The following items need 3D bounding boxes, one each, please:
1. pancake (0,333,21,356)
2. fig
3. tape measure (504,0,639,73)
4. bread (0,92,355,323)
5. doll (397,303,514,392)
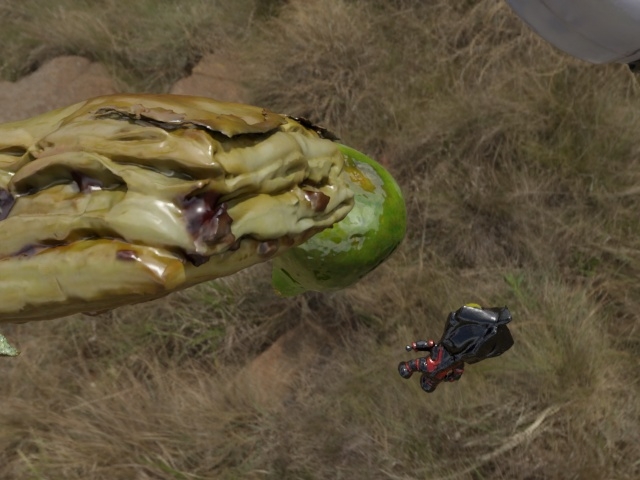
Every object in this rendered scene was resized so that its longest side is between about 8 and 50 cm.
[{"bbox_3d":[-0.616,0.132,0.975,0.197,0.376,0.054,-37,57,30],"label":"pancake"},{"bbox_3d":[0.000,0.000,0.962,0.206,0.275,0.206,14,45,-14],"label":"fig"},{"bbox_3d":[0.180,-0.192,0.362,0.236,0.120,0.197,34,81,-11],"label":"tape measure"},{"bbox_3d":[-0.165,-0.039,0.565,0.324,0.277,0.167,-11,96,27],"label":"bread"},{"bbox_3d":[0.252,0.190,1.229,0.249,0.127,0.088,-49,45,35],"label":"doll"}]
